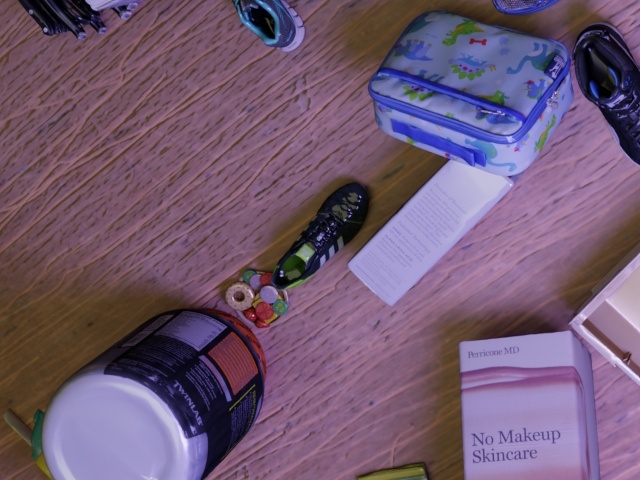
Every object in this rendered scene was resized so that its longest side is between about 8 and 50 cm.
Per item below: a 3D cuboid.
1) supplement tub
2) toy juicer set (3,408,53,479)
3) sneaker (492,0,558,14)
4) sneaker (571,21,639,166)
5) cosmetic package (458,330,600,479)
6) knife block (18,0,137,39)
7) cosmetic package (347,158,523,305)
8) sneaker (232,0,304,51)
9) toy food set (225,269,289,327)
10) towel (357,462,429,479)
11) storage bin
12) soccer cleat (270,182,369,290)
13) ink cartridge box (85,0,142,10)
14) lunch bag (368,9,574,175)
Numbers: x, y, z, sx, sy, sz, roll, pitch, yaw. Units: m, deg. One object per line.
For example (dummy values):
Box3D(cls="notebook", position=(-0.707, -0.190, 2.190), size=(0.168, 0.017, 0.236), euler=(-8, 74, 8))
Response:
Box3D(cls="supplement tub", position=(-0.199, 0.211, 1.914), size=(0.207, 0.338, 0.207), euler=(4, 104, 16))
Box3D(cls="toy juicer set", position=(-0.325, 0.317, 2.075), size=(0.089, 0.329, 0.209), euler=(-46, 108, -13))
Box3D(cls="sneaker", position=(0.294, -0.337, 1.745), size=(0.221, 0.087, 0.083), euler=(-31, 92, 22))
Box3D(cls="sneaker", position=(0.360, -0.153, 1.754), size=(0.079, 0.121, 0.217), euler=(-33, 93, 23))
Box3D(cls="cosmetic package", position=(0.259, 0.273, 1.821), size=(0.153, 0.129, 0.296), euler=(-9, 68, 19))
Box3D(cls="knife block", position=(-0.354, -0.402, 1.939), size=(0.242, 0.088, 0.275), euler=(1, 104, 17))
Box3D(cls="cosmetic package", position=(0.146, -0.032, 1.859), size=(0.085, 0.117, 0.231), euler=(43, 111, 2))
Box3D(cls="sneaker", position=(-0.087, -0.310, 1.882), size=(0.065, 0.076, 0.166), euler=(-41, 89, 22))
Box3D(cls="toy food set", position=(-0.083, 0.080, 2.014), size=(0.083, 0.020, 0.083), euler=(-37, 90, 23))
Box3D(cls="towel", position=(0.130, 0.422, 2.038), size=(0.102, 0.021, 0.237), euler=(-13, 100, 24))
Box3D(cls="storage bin", position=(0.476, 0.099, 1.783), size=(0.262, 0.123, 0.260), euler=(43, 112, 3))
Box3D(cls="soccer cleat", position=(0.000, 0.000, 1.937), size=(0.060, 0.072, 0.179), euler=(41, 112, 4))
Box3D(cls="ink cartridge box", position=(-0.240, -0.379, 1.839), size=(0.093, 0.212, 0.154), euler=(-24, 96, 22))
Box3D(cls="lunch bag", position=(0.178, -0.176, 1.758), size=(0.219, 0.176, 0.090), euler=(24, 151, 28))
